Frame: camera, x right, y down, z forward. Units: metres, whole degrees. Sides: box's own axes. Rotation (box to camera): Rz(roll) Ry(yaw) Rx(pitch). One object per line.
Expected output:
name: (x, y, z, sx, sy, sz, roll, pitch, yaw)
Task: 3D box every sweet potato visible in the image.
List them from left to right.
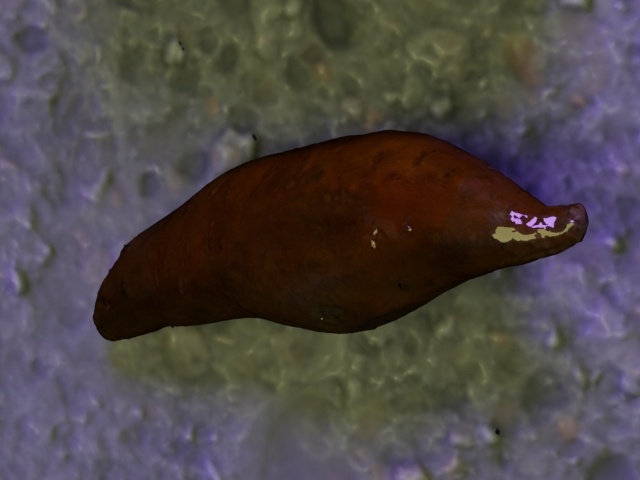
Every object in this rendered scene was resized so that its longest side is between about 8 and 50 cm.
sweet potato: (0.003, -0.002, 1.081, 0.359, 0.112, 0.112, -5, 98, 44)
